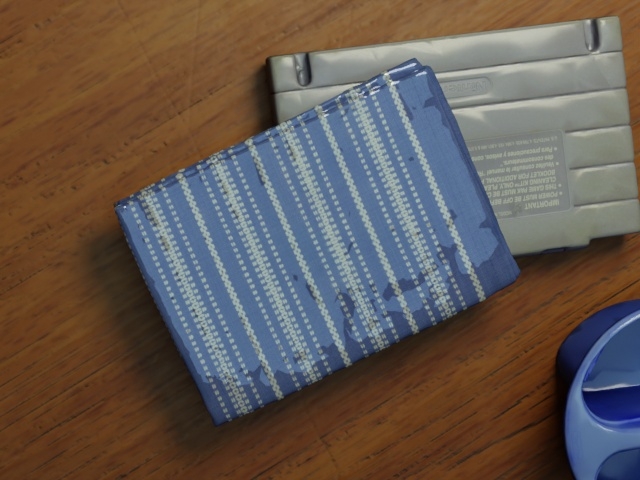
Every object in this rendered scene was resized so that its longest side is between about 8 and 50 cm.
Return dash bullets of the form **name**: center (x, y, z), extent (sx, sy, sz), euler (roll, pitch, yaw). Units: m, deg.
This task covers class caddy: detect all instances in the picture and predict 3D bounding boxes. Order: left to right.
- **caddy**: center (0.394, 0.167, 1.517), extent (0.341, 0.179, 0.241), euler (-10, 94, -7)

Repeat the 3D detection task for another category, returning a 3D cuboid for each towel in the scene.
- **towel**: center (0.000, 0.000, 1.472), extent (0.336, 0.040, 0.243), euler (-25, 98, -4)

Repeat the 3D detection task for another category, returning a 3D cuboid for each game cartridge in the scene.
- **game cartridge**: center (0.133, -0.089, 1.527), extent (0.355, 0.068, 0.230), euler (-7, 98, -8)
